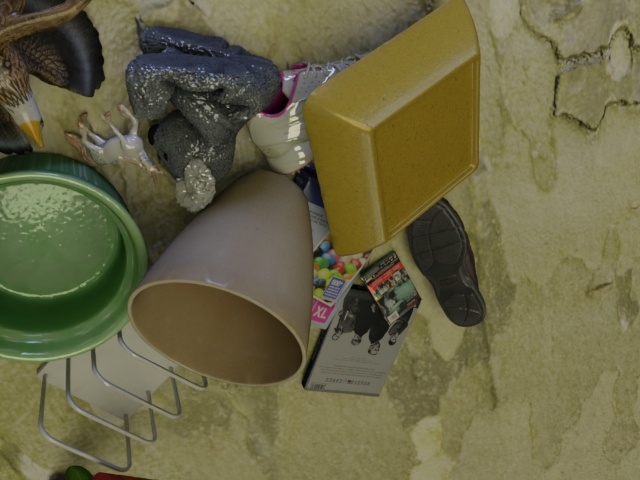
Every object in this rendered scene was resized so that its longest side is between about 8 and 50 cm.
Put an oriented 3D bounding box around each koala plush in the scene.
[{"bbox_3d":[-0.170,-0.165,0.952,0.203,0.196,0.221,7,123,-9],"label":"koala plush"}]

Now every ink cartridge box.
[{"bbox_3d":[0.000,0.000,1.181,0.186,0.065,0.311,21,105,-28],"label":"ink cartridge box"}]

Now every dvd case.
[{"bbox_3d":[0.137,0.092,1.277,0.087,0.013,0.119,-37,109,-15],"label":"dvd case"},{"bbox_3d":[0.081,0.206,1.329,0.179,0.029,0.238,12,111,-25],"label":"dvd case"}]

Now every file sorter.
[{"bbox_3d":[-0.311,0.215,1.110,0.277,0.173,0.193,-47,121,6],"label":"file sorter"}]

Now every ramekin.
[{"bbox_3d":[-0.418,0.016,0.986,0.303,0.148,0.303,-8,118,-16],"label":"ramekin"}]

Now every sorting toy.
[{"bbox_3d":[-0.361,0.444,1.151,0.126,0.365,0.127,-5,80,-39],"label":"sorting toy"}]

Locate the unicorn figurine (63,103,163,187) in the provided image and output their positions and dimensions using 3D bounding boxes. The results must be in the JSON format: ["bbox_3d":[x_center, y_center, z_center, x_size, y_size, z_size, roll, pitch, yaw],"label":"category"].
[{"bbox_3d":[-0.299,-0.140,0.978,0.060,0.162,0.111,-48,129,-40],"label":"unicorn figurine"}]

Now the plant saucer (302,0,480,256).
[{"bbox_3d":[0.145,-0.155,1.038,0.333,0.081,0.333,-37,141,-21],"label":"plant saucer"}]

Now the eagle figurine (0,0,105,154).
[{"bbox_3d":[-0.389,-0.213,0.804,0.226,0.298,0.225,5,97,-16],"label":"eagle figurine"}]

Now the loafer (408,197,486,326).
[{"bbox_3d":[0.246,0.030,1.280,0.109,0.095,0.302,-13,119,22],"label":"loafer"}]

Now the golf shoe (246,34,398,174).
[{"bbox_3d":[0.015,-0.238,1.038,0.306,0.115,0.140,-39,118,1],"label":"golf shoe"}]

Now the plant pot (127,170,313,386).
[{"bbox_3d":[-0.114,0.033,0.988,0.256,0.274,0.256,10,140,8],"label":"plant pot"}]
